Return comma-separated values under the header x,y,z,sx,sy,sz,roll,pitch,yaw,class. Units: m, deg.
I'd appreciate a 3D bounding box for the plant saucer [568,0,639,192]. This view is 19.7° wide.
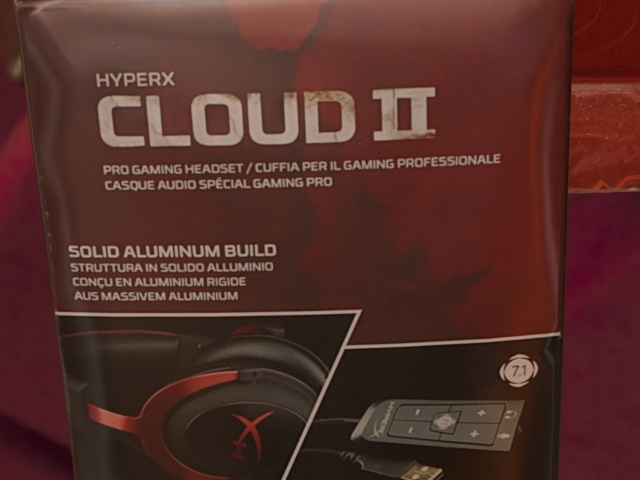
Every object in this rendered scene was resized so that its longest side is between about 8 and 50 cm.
x,y,z,sx,sy,sz,roll,pitch,yaw,class
0.089,-0.118,0.947,0.258,0.259,0.048,-109,21,-50,plant saucer

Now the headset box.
x,y,z,sx,sy,sz,roll,pitch,yaw,class
0.000,0.000,0.480,0.218,0.110,0.293,-89,-3,-61,headset box
